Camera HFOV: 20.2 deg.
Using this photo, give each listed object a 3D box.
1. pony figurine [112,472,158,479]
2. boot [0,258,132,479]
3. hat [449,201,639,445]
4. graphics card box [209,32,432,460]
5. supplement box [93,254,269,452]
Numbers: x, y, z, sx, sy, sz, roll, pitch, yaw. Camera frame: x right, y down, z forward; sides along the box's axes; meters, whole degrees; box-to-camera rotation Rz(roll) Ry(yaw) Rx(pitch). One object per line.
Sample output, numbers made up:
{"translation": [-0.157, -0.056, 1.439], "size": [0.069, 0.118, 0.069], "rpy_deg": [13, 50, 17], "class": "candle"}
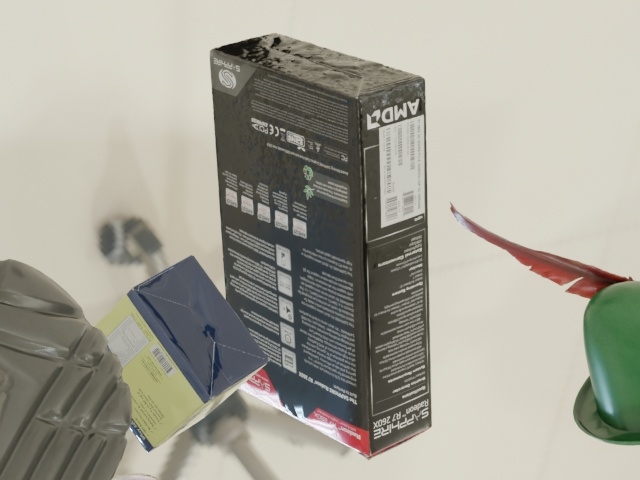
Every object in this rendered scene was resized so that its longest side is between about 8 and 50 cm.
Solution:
{"translation": [-0.101, 0.302, 0.987], "size": [0.303, 0.363, 0.351], "rpy_deg": [36, 91, -12], "class": "pony figurine"}
{"translation": [-0.209, 0.157, 0.570], "size": [0.118, 0.223, 0.338], "rpy_deg": [53, 42, -13], "class": "boot"}
{"translation": [0.236, 0.037, 1.362], "size": [0.208, 0.173, 0.183], "rpy_deg": [-23, 109, 6], "class": "hat"}
{"translation": [0.000, 0.000, 1.750], "size": [0.094, 0.233, 0.371], "rpy_deg": [-20, 117, -34], "class": "graphics card box"}
{"translation": [-0.092, 0.070, 1.102], "size": [0.056, 0.083, 0.083], "rpy_deg": [-30, 171, -44], "class": "supplement box"}
